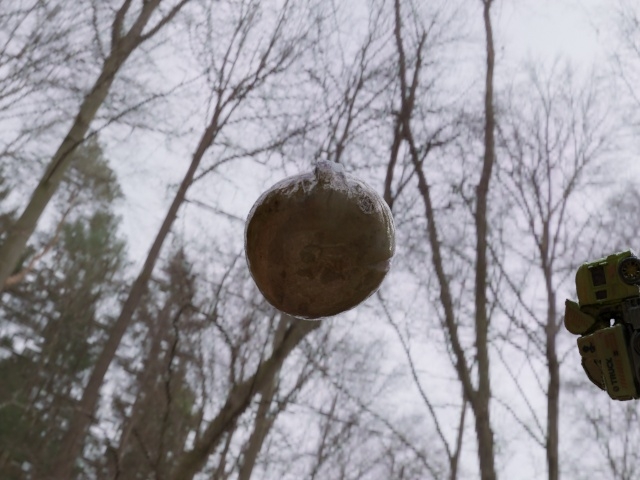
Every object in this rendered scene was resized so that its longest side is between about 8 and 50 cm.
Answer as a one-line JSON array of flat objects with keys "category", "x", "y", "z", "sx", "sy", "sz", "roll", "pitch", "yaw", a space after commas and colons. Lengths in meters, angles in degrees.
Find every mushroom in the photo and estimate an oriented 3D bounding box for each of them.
[{"category": "mushroom", "x": 0.000, "y": 0.000, "z": 1.601, "sx": 0.255, "sy": 0.184, "sz": 0.254, "roll": 0, "pitch": -81, "yaw": -3}]

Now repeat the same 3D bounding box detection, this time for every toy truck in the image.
[{"category": "toy truck", "x": 0.373, "y": 0.114, "z": 1.302, "sx": 0.116, "sy": 0.191, "sz": 0.085, "roll": -14, "pitch": -12, "yaw": 21}]
